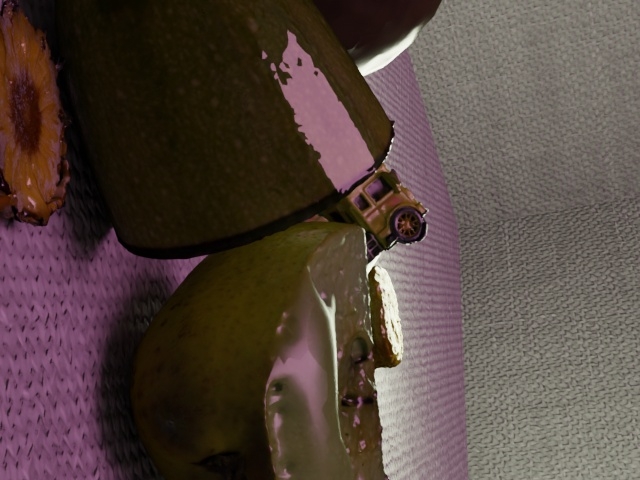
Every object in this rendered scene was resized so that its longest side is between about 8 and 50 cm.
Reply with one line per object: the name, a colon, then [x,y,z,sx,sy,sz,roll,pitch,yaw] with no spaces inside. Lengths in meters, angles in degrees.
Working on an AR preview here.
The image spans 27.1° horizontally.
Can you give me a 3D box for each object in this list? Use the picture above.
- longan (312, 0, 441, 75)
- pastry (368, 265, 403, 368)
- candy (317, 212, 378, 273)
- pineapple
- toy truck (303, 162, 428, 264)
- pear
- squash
longan: [-0.029,-0.379,1.584,0.436,0.404,0.404,-76,153,-59]
pastry: [0.082,0.135,2.330,0.189,0.103,0.189,-11,90,-78]
candy: [-0.002,0.001,2.033,0.398,0.172,0.263,125,-35,-81]
pineapple: [-0.265,-0.109,1.140,0.221,0.047,0.221,-7,90,-79]
toy truck: [0.000,0.000,1.769,0.157,0.272,0.124,53,-22,-8]
pear: [-0.076,0.162,1.371,0.318,0.238,0.342,-14,100,-65]
squash: [-0.116,-0.188,1.290,0.310,0.310,0.309,-78,150,-60]
